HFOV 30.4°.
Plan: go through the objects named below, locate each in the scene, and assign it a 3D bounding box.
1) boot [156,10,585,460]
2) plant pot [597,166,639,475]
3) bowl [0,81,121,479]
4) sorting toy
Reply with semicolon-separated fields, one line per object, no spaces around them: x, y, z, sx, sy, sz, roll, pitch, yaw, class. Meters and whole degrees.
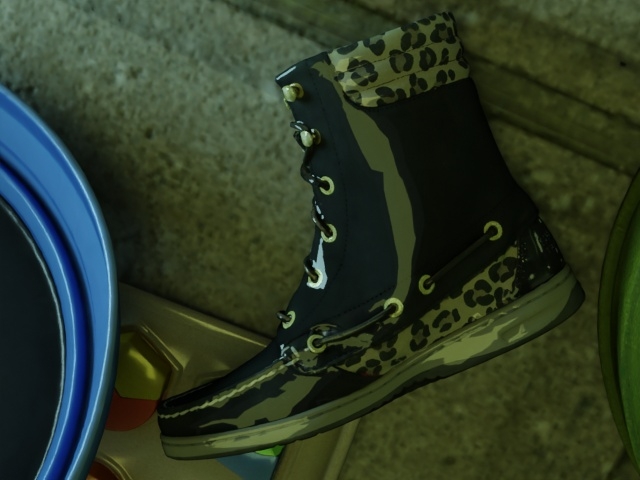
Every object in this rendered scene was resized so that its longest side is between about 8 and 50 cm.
0.001;-0.001;0.619;0.236;0.085;0.178;-22;96;-1;boot
0.293;0.086;0.444;0.366;0.353;0.366;3;104;12;plant pot
-0.298;0.058;0.598;0.391;0.077;0.391;3;63;-6;bowl
-0.097;0.133;0.709;0.208;0.038;0.193;22;107;7;sorting toy
